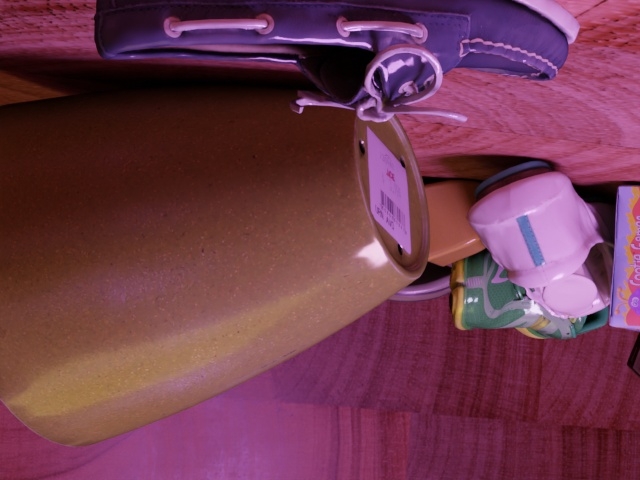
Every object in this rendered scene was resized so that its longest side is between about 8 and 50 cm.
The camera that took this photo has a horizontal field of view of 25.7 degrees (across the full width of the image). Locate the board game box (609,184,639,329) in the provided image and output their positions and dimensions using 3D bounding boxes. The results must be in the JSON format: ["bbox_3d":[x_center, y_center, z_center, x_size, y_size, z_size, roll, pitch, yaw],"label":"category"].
[{"bbox_3d":[0.409,0.031,1.460,0.142,0.144,0.275,2,176,27],"label":"board game box"}]

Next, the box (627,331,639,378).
[{"bbox_3d":[0.551,0.148,1.875,0.203,0.167,0.168,19,-171,-9],"label":"box"}]

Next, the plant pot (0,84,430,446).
[{"bbox_3d":[-0.077,-0.005,1.051,0.293,0.275,0.275,-13,169,22],"label":"plant pot"}]

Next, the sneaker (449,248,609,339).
[{"bbox_3d":[0.245,0.057,1.631,0.123,0.109,0.295,-3,172,36],"label":"sneaker"}]

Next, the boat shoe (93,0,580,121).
[{"bbox_3d":[0.014,-0.098,0.658,0.254,0.079,0.095,8,175,-35],"label":"boat shoe"}]

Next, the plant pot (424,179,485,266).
[{"bbox_3d":[0.151,-0.024,1.500,0.083,0.081,0.081,-16,169,15],"label":"plant pot"}]

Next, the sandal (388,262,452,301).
[{"bbox_3d":[0.187,0.012,1.941,0.302,0.086,0.120,-12,-157,0],"label":"sandal"}]

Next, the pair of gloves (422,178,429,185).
[{"bbox_3d":[0.087,-0.060,1.539,0.074,0.010,0.083,4,176,16],"label":"pair of gloves"}]

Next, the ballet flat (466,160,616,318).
[{"bbox_3d":[0.244,0.019,1.432,0.139,0.139,0.400,4,175,20],"label":"ballet flat"}]
